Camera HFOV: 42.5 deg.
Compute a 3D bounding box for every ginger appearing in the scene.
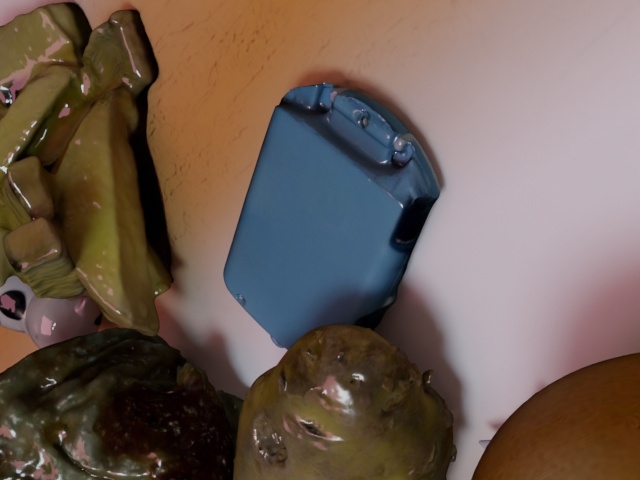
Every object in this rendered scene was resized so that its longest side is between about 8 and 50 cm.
[{"bbox_3d":[-0.330,-0.082,0.892,0.413,0.211,0.358,27,124,31],"label":"ginger"}]

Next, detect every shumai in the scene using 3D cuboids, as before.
[{"bbox_3d":[-0.203,0.270,0.859,0.288,0.330,0.292,45,120,31],"label":"shumai"}]

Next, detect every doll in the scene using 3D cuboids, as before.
[{"bbox_3d":[-0.354,0.084,1.065,0.180,0.107,0.110,21,102,27],"label":"doll"}]

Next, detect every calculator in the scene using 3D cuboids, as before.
[{"bbox_3d":[0.000,0.000,0.739,0.173,0.051,0.293,39,132,20],"label":"calculator"}]

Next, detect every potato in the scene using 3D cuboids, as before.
[{"bbox_3d":[0.019,0.188,0.730,0.191,0.141,0.296,11,129,3],"label":"potato"}]

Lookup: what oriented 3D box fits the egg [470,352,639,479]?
[{"bbox_3d":[0.244,0.217,0.456,0.351,0.282,0.283,31,129,14],"label":"egg"}]

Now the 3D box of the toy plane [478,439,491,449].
[{"bbox_3d":[0.204,0.212,0.650,0.171,0.065,0.162,52,144,17],"label":"toy plane"}]
